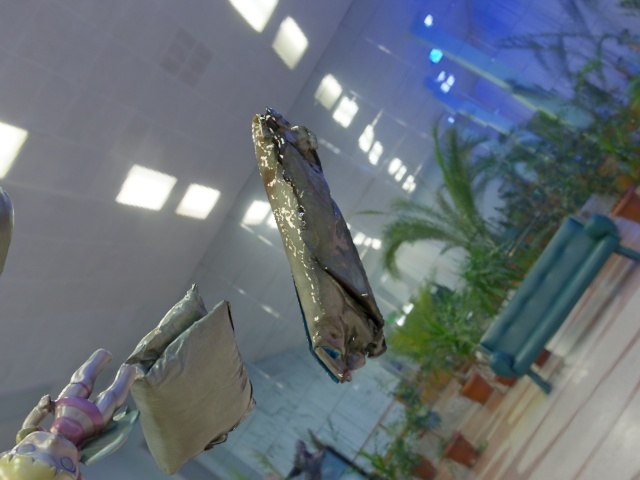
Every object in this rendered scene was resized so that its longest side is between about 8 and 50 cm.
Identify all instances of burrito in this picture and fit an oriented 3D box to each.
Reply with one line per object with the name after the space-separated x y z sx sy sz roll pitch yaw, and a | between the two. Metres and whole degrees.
-0.002 0.001 0.451 0.042 0.171 0.051 -32 -19 34 | burrito

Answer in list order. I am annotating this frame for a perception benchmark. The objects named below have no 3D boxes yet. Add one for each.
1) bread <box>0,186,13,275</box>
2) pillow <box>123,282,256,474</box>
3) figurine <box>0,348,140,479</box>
-0.335 -0.005 0.586 0.141 0.134 0.148 84 -166 -83 | bread
-0.139 0.152 0.789 0.134 0.078 0.181 -43 -39 -38 | pillow
-0.191 0.155 0.554 0.187 0.083 0.083 -76 12 -61 | figurine
